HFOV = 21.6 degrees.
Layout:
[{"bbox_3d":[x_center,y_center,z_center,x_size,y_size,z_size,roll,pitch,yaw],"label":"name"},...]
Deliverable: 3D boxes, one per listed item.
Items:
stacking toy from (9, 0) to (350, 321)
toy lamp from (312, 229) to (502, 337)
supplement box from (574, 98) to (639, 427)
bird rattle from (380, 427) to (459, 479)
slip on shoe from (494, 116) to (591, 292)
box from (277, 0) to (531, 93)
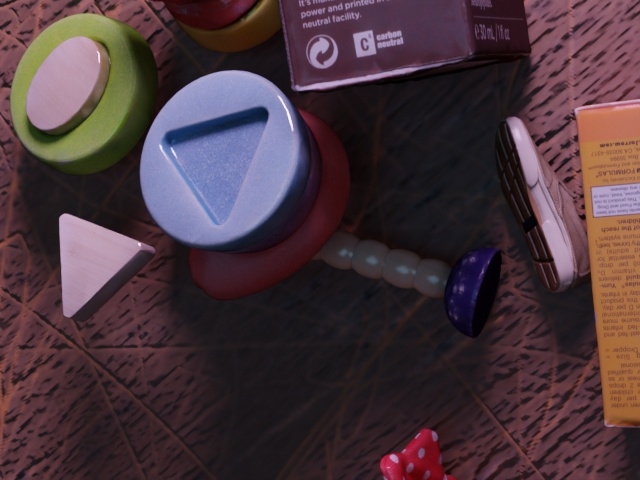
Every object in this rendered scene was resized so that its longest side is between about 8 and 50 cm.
[{"bbox_3d":[-0.136,-0.103,1.249,0.279,0.130,0.309,-24,67,21],"label":"stacking toy"},{"bbox_3d":[0.000,0.000,1.292,0.274,0.080,0.080,15,101,16],"label":"toy lamp"},{"bbox_3d":[0.235,0.015,1.208,0.080,0.078,0.234,-6,93,20],"label":"supplement box"},{"bbox_3d":[0.124,0.263,1.221,0.143,0.207,0.254,-31,95,2],"label":"bird rattle"},{"bbox_3d":[0.169,-0.030,1.248,0.041,0.051,0.135,-17,80,-19],"label":"slip on shoe"},{"bbox_3d":[0.041,-0.303,1.183,0.143,0.191,0.382,-9,94,20],"label":"box"}]
